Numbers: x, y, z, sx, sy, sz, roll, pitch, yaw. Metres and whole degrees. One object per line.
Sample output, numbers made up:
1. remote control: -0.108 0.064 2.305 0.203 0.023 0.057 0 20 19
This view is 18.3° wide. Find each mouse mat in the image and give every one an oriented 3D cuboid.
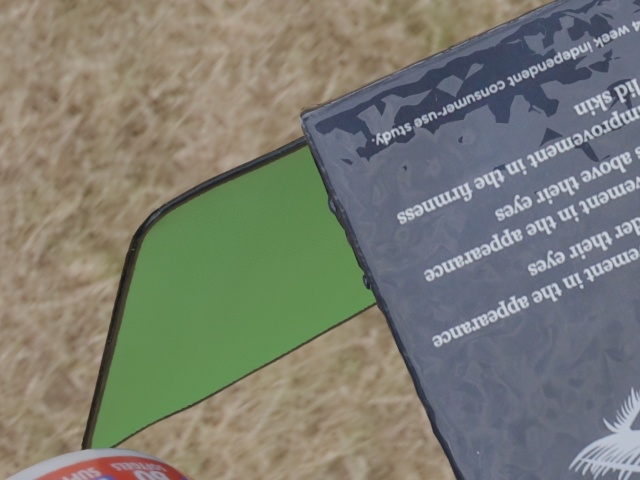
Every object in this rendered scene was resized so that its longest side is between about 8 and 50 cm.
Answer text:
1. mouse mat: 0.000 0.000 0.697 0.190 0.152 0.007 -27 65 -31

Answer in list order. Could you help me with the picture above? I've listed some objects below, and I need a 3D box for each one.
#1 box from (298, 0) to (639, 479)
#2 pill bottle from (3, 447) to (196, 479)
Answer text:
1. box: 0.104 0.029 0.556 0.153 0.108 0.207 -23 90 3
2. pill bottle: -0.017 0.156 0.544 0.124 0.221 0.124 -20 124 -34
